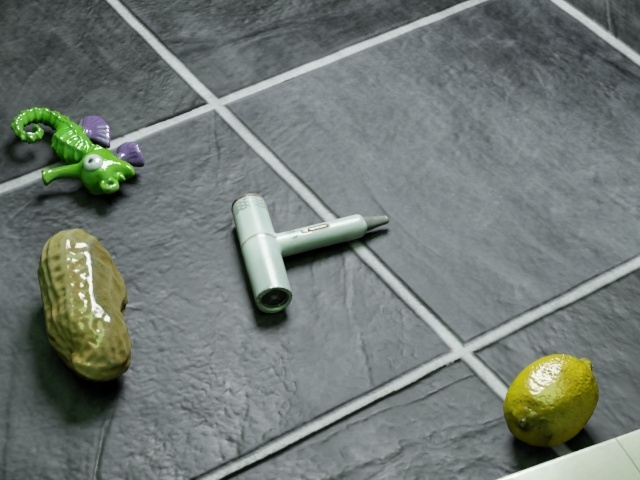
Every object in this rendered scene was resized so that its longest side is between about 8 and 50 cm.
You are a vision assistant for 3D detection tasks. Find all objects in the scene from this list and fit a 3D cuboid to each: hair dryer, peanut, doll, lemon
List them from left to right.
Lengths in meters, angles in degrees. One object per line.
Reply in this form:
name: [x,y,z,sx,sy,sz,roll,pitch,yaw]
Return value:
doll: [-0.289,-0.106,1.860,0.115,0.050,0.190,-22,46,-32]
peanut: [-0.243,0.071,1.646,0.083,0.093,0.194,-33,53,15]
hair dryer: [0.003,0.005,1.751,0.183,0.044,0.155,-5,45,-11]
lemon: [0.229,0.155,1.561,0.110,0.082,0.082,-38,55,-26]

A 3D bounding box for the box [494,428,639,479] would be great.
box: [0.278,0.267,1.450,0.256,0.069,0.164,-16,45,-18]
